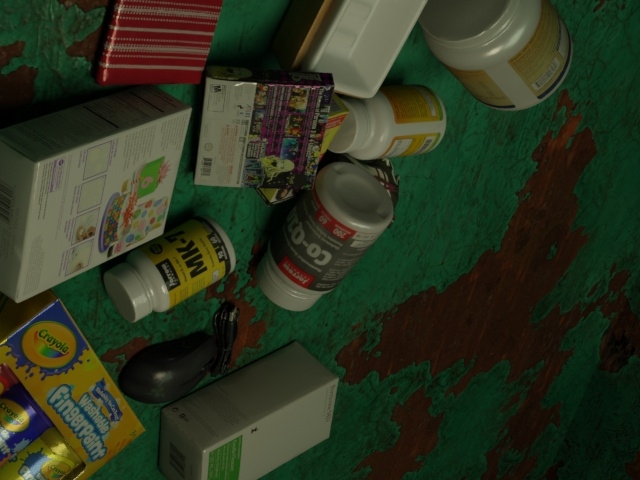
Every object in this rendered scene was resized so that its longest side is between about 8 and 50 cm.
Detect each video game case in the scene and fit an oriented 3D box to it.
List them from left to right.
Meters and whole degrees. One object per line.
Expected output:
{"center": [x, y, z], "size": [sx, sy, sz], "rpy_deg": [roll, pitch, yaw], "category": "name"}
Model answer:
{"center": [-0.098, -0.183, 1.907], "size": [0.210, 0.042, 0.232], "rpy_deg": [2, 135, -11], "category": "video game case"}

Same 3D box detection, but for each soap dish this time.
{"center": [0.059, -0.393, 1.936], "size": [0.229, 0.118, 0.291], "rpy_deg": [5, 118, -53], "category": "soap dish"}

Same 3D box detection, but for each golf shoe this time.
{"center": [0.079, -0.127, 2.273], "size": [0.273, 0.105, 0.120], "rpy_deg": [44, 64, -59], "category": "golf shoe"}

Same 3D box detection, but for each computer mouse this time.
{"center": [-0.259, 0.242, 2.222], "size": [0.272, 0.072, 0.189], "rpy_deg": [-21, 138, -38], "category": "computer mouse"}

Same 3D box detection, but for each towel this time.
{"center": [-0.226, -0.353, 1.707], "size": [0.198, 0.031, 0.275], "rpy_deg": [-8, 127, -46], "category": "towel"}

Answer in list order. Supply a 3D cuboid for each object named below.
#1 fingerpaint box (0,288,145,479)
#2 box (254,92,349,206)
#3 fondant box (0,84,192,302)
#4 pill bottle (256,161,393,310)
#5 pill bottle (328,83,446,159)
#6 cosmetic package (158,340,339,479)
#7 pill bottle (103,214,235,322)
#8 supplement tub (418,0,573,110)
{"center": [-0.526, 0.283, 1.848], "size": [0.371, 0.163, 0.445], "rpy_deg": [-39, 146, -17], "category": "fingerpaint box"}
{"center": [-0.037, -0.162, 2.047], "size": [0.087, 0.058, 0.232], "rpy_deg": [-19, 152, -41], "category": "box"}
{"center": [-0.348, -0.078, 1.708], "size": [0.330, 0.096, 0.238], "rpy_deg": [-29, 143, -51], "category": "fondant box"}
{"center": [0.000, 0.000, 2.160], "size": [0.161, 0.161, 0.283], "rpy_deg": [-13, 151, -44], "category": "pill bottle"}
{"center": [0.112, -0.222, 2.155], "size": [0.245, 0.136, 0.136], "rpy_deg": [-10, 130, -46], "category": "pill bottle"}
{"center": [-0.151, 0.385, 2.423], "size": [0.365, 0.155, 0.197], "rpy_deg": [-24, 136, -34], "category": "cosmetic package"}
{"center": [-0.260, 0.050, 1.984], "size": [0.208, 0.119, 0.119], "rpy_deg": [-31, 143, -29], "category": "pill bottle"}
{"center": [0.324, -0.397, 2.156], "size": [0.228, 0.228, 0.316], "rpy_deg": [-53, 148, 4], "category": "supplement tub"}
